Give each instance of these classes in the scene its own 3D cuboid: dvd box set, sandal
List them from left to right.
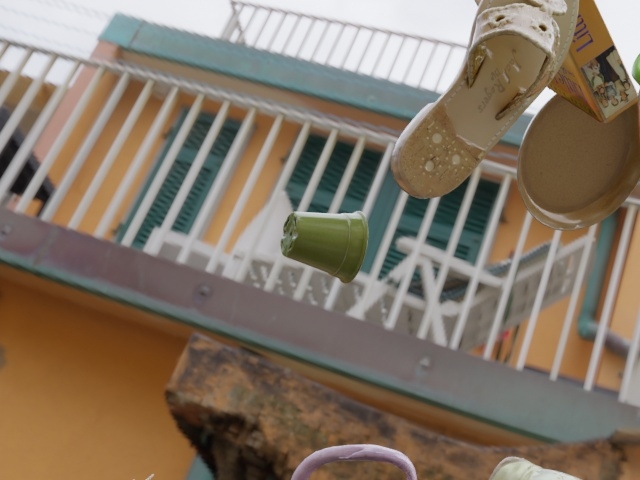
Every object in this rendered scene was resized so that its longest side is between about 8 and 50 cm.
[{"bbox_3d":[0.224,-0.366,1.199,0.420,0.062,0.308,53,4,-29],"label":"dvd box set"},{"bbox_3d":[0.149,-0.132,0.750,0.088,0.240,0.079,38,-9,-15],"label":"sandal"}]

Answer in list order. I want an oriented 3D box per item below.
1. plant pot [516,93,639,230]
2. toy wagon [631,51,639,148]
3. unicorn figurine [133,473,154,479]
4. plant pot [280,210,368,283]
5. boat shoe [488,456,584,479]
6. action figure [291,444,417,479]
[{"bbox_3d":[0.384,-0.129,1.430,0.236,0.236,0.032,40,2,-32],"label":"plant pot"},{"bbox_3d":[0.403,-0.138,0.815,0.267,0.344,0.068,42,-16,-23],"label":"toy wagon"},{"bbox_3d":[-0.249,0.370,1.174,0.111,0.162,0.060,47,-11,29],"label":"unicorn figurine"},{"bbox_3d":[0.000,0.000,1.078,0.079,0.083,0.083,12,-22,-20],"label":"plant pot"},{"bbox_3d":[0.139,0.304,0.736,0.089,0.285,0.104,8,-28,34],"label":"boat shoe"},{"bbox_3d":[-0.030,0.417,0.936,0.248,0.276,0.370,3,-62,9],"label":"action figure"}]
